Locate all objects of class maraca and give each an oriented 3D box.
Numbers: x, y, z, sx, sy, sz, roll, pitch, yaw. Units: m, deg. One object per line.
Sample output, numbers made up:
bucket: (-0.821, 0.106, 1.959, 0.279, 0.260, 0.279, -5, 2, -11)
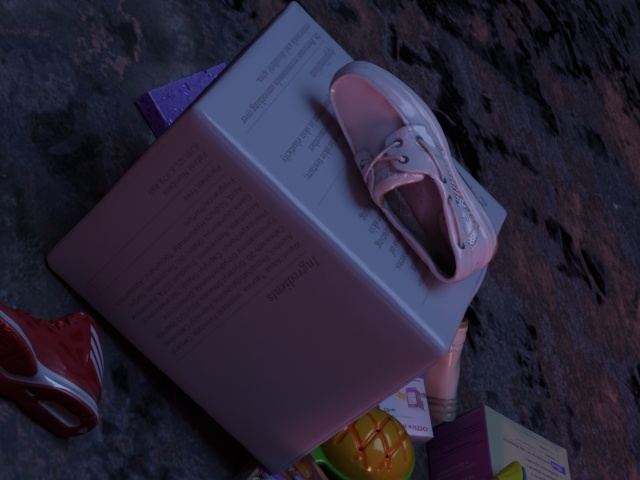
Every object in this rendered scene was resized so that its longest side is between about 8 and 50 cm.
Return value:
maraca: (0.041, 0.274, 1.762, 0.185, 0.099, 0.127, 16, 45, -13)

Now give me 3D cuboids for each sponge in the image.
sponge: (-0.170, -0.182, 1.887, 0.117, 0.031, 0.210, 58, 33, -2)

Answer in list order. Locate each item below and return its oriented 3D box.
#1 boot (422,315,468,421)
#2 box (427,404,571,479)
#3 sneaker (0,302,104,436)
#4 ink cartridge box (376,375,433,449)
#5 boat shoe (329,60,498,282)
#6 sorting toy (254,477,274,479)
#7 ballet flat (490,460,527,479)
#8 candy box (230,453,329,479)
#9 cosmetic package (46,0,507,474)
boot: (0.163, 0.180, 1.995, 0.077, 0.213, 0.165, 2, 97, -15)
box: (0.277, 0.404, 1.951, 0.213, 0.117, 0.243, 31, 42, -37)
sneaker: (-0.321, 0.107, 1.434, 0.221, 0.087, 0.128, 54, 23, -31)
ink cartridge box: (0.107, 0.236, 1.894, 0.088, 0.052, 0.122, 9, 57, -28)
boat shoe: (0.093, -0.076, 1.451, 0.277, 0.098, 0.096, 54, 34, 2)
sorting toy: (0.018, 0.435, 1.538, 0.257, 0.089, 0.255, 39, 44, -44)
ballet flat: (0.235, 0.377, 1.755, 0.077, 0.077, 0.231, 17, 38, -5)
candy box: (-0.060, 0.326, 1.620, 0.109, 0.053, 0.186, 56, 34, -7)
cosmetic package: (-0.043, -0.004, 1.604, 0.393, 0.327, 0.329, 44, 35, -8)
